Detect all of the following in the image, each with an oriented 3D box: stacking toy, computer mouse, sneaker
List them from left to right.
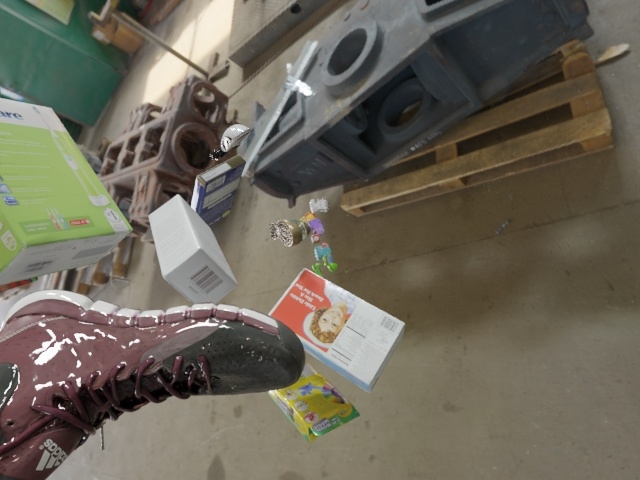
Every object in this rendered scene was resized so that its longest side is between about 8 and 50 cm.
[{"bbox_3d":[-0.160,0.134,0.334,0.162,0.282,0.106,-80,-8,-57],"label":"sneaker"},{"bbox_3d":[-0.245,-0.279,1.115,0.106,0.042,0.193,-41,13,-24],"label":"computer mouse"},{"bbox_3d":[-0.062,-0.027,0.997,0.192,0.086,0.064,-169,71,-68],"label":"sneaker"},{"bbox_3d":[0.000,0.000,1.176,0.167,0.052,0.220,128,131,-71],"label":"stacking toy"}]

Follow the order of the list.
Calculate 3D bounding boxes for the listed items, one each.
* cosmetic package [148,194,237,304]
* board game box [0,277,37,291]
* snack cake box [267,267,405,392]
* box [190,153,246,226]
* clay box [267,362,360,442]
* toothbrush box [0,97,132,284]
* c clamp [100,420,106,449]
[{"bbox_3d":[-0.252,0.016,0.785,0.086,0.117,0.231,-38,39,-5],"label":"cosmetic package"},{"bbox_3d":[-0.760,0.002,0.886,0.027,0.145,0.281,45,147,46],"label":"board game box"},{"bbox_3d":[0.032,0.192,0.896,0.265,0.089,0.152,28,67,22],"label":"snack cake box"},{"bbox_3d":[-0.273,-0.113,1.056,0.036,0.136,0.225,42,141,9],"label":"box"},{"bbox_3d":[-0.021,0.392,0.981,0.222,0.128,0.053,29,123,50],"label":"clay box"},{"bbox_3d":[-0.489,-0.088,0.665,0.122,0.206,0.283,-34,88,18],"label":"toothbrush box"},{"bbox_3d":[-0.490,0.374,0.830,0.022,0.160,0.137,-11,76,4],"label":"c clamp"}]
